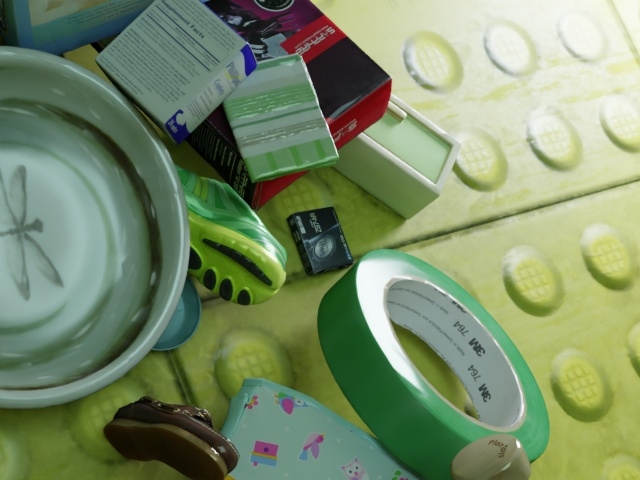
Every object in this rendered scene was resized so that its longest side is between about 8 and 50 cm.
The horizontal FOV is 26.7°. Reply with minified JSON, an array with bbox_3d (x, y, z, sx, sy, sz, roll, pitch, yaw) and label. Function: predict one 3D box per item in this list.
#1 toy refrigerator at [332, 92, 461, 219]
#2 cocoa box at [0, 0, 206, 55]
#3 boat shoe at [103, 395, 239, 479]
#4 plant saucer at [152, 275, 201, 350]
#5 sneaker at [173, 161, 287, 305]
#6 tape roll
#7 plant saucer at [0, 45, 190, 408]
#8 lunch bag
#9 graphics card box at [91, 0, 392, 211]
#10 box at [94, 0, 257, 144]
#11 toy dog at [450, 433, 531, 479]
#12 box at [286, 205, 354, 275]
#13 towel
[{"bbox_3d":[0.052,-0.155,1.823,0.269,0.094,0.102,35,55,-11],"label":"toy refrigerator"},{"bbox_3d":[-0.244,-0.400,1.568,0.347,0.231,0.228,-24,64,-20],"label":"cocoa box"},{"bbox_3d":[-0.154,0.207,1.466,0.073,0.207,0.073,-39,121,-32],"label":"boat shoe"},{"bbox_3d":[-0.201,0.078,1.609,0.119,0.021,0.119,13,61,-25],"label":"plant saucer"},{"bbox_3d":[-0.165,-0.033,1.650,0.295,0.109,0.123,41,22,0],"label":"sneaker"},{"bbox_3d":[0.141,0.157,1.651,0.321,0.077,0.321,34,27,-20],"label":"tape roll"},{"bbox_3d":[-0.344,-0.010,1.494,0.400,0.100,0.400,7,75,-30],"label":"plant saucer"},{"bbox_3d":[-0.027,0.306,1.518,0.262,0.160,0.223,37,55,-17],"label":"lunch bag"},{"bbox_3d":[-0.118,-0.241,1.693,0.233,0.094,0.371,-38,74,-25],"label":"graphics card box"},{"bbox_3d":[-0.165,-0.206,1.565,0.137,0.072,0.126,-45,71,-6],"label":"box"},{"bbox_3d":[0.109,0.332,1.431,0.334,0.161,0.220,-13,98,-22],"label":"toy dog"},{"bbox_3d":[0.000,0.000,1.765,0.067,0.018,0.083,-10,73,-34],"label":"box"},{"bbox_3d":[-0.053,-0.144,1.592,0.113,0.023,0.152,-14,69,-14],"label":"towel"}]
